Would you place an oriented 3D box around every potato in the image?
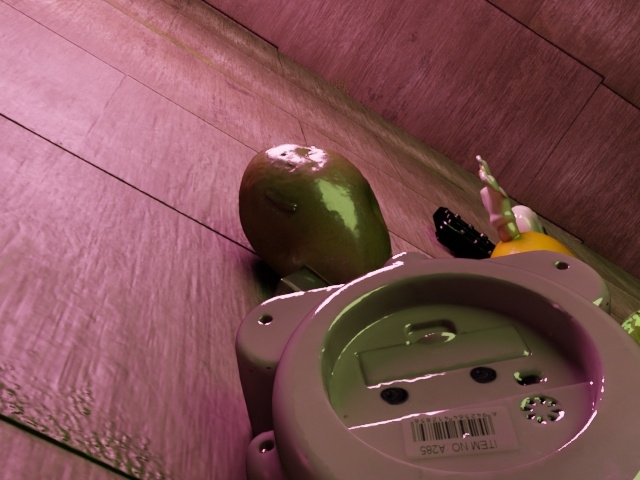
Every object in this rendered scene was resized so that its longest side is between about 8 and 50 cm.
[{"bbox_3d":[-0.004,-0.017,1.056,0.178,0.160,0.235,1,41,-29],"label":"potato"}]

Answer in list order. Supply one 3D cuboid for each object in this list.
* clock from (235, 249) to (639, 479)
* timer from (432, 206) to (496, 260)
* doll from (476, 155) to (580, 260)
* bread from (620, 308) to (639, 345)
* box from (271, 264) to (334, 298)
[{"bbox_3d":[0.096,0.131,0.611,0.295,0.113,0.322,-10,30,-5],"label":"clock"},{"bbox_3d":[0.303,0.012,1.812,0.187,0.055,0.144,36,16,-8],"label":"timer"},{"bbox_3d":[0.333,0.060,1.399,0.423,0.161,0.348,42,25,-62],"label":"doll"},{"bbox_3d":[0.523,0.219,1.237,0.301,0.301,0.045,37,-22,9],"label":"bread"},{"bbox_3d":[-0.012,0.074,0.928,0.085,0.060,0.063,39,24,18],"label":"box"}]
